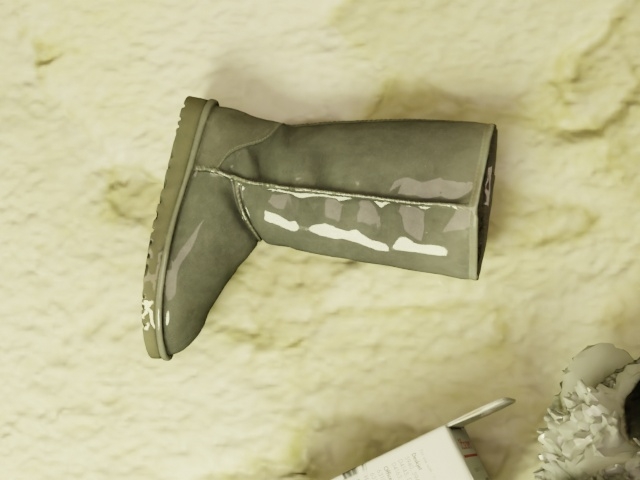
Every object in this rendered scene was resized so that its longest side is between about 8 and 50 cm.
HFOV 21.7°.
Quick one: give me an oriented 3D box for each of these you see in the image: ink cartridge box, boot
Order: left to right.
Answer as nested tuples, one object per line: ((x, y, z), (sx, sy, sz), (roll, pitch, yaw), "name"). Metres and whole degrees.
((0.000, 0.001, 1.067), (0.208, 0.076, 0.190), (11, 88, 4), "boot")
((0.047, 0.160, 1.016), (0.180, 0.104, 0.060), (-26, 80, 7), "ink cartridge box")

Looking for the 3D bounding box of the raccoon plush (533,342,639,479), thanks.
((0.114, 0.240, 0.940), (0.446, 0.299, 0.216), (-42, 100, 19), "raccoon plush")
